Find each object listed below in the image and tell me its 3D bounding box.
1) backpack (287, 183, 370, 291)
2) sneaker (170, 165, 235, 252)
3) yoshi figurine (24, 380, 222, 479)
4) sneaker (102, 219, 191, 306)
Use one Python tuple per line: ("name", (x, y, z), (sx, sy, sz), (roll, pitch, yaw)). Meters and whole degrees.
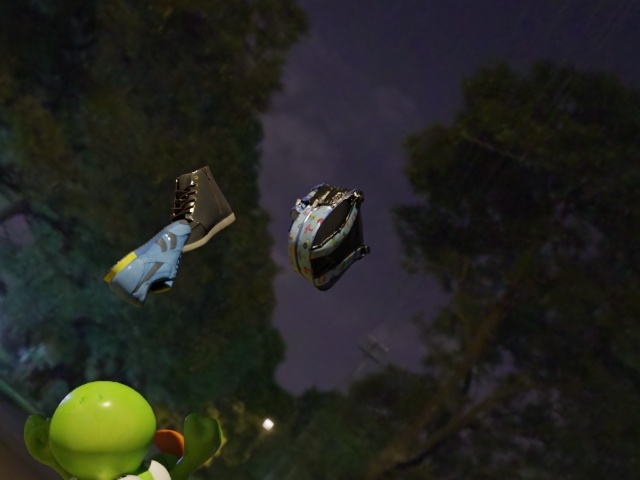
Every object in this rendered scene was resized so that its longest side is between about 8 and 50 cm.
("backpack", (0.000, 0.000, 1.800), (0.117, 0.173, 0.158), (14, -50, 28))
("sneaker", (-0.240, -0.047, 1.760), (0.083, 0.222, 0.118), (-18, -77, 27))
("yoshi figurine", (-0.232, 0.244, 1.163), (0.203, 0.203, 0.362), (43, -11, 0))
("sneaker", (-0.250, 0.038, 1.565), (0.082, 0.209, 0.069), (44, -56, 0))
